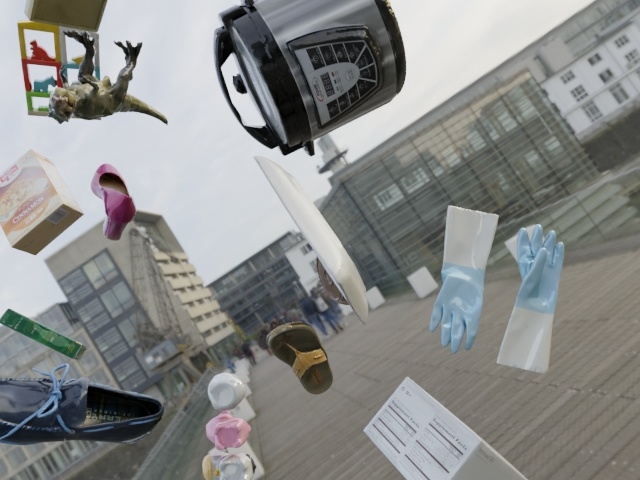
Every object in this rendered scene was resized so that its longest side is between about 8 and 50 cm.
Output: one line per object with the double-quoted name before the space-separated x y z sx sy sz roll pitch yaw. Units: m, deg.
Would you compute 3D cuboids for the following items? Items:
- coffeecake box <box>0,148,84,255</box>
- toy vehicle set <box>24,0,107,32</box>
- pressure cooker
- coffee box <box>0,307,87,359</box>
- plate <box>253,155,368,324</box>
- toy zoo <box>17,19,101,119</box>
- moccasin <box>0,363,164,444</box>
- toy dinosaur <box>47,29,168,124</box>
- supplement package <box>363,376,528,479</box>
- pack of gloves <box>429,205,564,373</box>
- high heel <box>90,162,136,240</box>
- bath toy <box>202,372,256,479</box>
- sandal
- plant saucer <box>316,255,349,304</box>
"coffeecake box" -0.630 -0.085 1.061 0.142 0.185 0.068 -41 -23 -1
"toy vehicle set" -0.569 -0.623 1.125 0.166 0.035 0.267 -14 -30 -51
"pressure cooker" -0.044 -0.432 1.205 0.420 0.370 0.375 -27 -11 -5
"coffee box" -0.657 0.228 1.158 0.040 0.184 0.113 -64 9 -24
"plate" 0.000 0.000 0.863 0.045 0.278 0.277 -34 -26 -1
"toy zoo" -0.707 -0.479 1.325 0.192 0.030 0.293 -2 -54 -24
"moccasin" -0.456 0.296 0.897 0.342 0.138 0.117 19 -50 -41
"toy dinosaur" -0.296 -0.222 0.676 0.064 0.118 0.268 6 14 12
"supplement package" 0.254 0.434 0.975 0.145 0.262 0.204 -50 37 -5
"pack of gloves" 0.278 0.072 0.744 0.194 0.232 0.046 12 -8 -1
"high heel" -0.444 -0.120 1.049 0.082 0.244 0.117 14 -54 -32
"bath toy" -0.243 0.523 1.290 0.151 0.349 0.129 -4 -3 10
"sandal" -0.020 0.190 0.749 0.072 0.180 0.049 -31 37 -7
"plant saucer" 0.030 0.087 1.216 0.029 0.169 0.168 -18 -9 -21
